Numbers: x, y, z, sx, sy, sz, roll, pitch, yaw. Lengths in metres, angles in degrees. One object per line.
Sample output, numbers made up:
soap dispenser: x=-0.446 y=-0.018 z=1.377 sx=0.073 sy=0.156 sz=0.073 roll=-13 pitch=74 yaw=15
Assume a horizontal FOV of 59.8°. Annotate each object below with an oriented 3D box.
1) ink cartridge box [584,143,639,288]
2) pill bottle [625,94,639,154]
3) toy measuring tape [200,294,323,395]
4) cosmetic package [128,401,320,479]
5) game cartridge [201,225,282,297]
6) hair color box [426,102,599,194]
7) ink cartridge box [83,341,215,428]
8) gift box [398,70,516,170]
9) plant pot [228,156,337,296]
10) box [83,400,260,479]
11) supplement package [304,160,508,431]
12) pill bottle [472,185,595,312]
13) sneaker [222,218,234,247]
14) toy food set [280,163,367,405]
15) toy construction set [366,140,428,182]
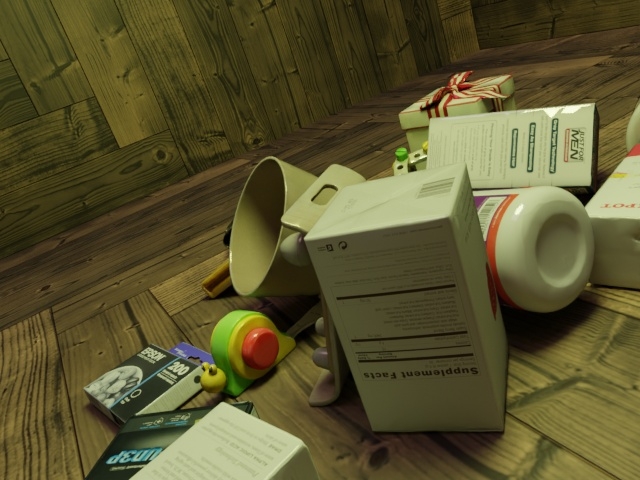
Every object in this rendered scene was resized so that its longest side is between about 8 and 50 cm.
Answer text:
ink cartridge box: x=0.573 y=-0.050 z=0.870 sx=0.226 sy=0.131 sz=0.306 roll=4 pitch=33 yaw=46
pill bottle: x=0.758 y=-0.267 z=1.114 sx=0.224 sy=0.224 sz=0.392 roll=-2 pitch=27 yaw=38
toy measuring tape: x=-0.090 y=0.146 z=0.989 sx=0.121 sy=0.121 sz=0.330 roll=2 pitch=30 yaw=43
cosmetic package: x=-0.103 y=0.298 z=0.574 sx=0.151 sy=0.151 sz=0.183 roll=5 pitch=33 yaw=46
game cartridge: x=-0.121 y=-0.018 z=1.356 sx=0.285 sy=0.053 sz=0.324 roll=-36 pitch=11 yaw=33
hair color box: x=0.414 y=-0.187 z=1.222 sx=0.347 sy=0.174 sz=0.105 roll=2 pitch=-6 yaw=33
ink cartridge box: x=-0.297 y=0.249 z=1.015 sx=0.208 sy=0.045 sz=0.206 roll=-33 pitch=24 yaw=-35
gift box: x=0.396 y=-0.300 z=1.462 sx=0.276 sy=0.258 sz=0.255 roll=-3 pitch=27 yaw=39
plant pot: x=0.000 y=0.000 z=1.060 sx=0.274 sy=0.256 sz=0.256 roll=12 pitch=8 yaw=-26
box: x=-0.209 y=0.311 z=0.775 sx=0.220 sy=0.051 sz=0.175 roll=-11 pitch=22 yaw=19
supplement package: x=0.127 y=0.076 z=0.720 sx=0.175 sy=0.293 sz=0.177 roll=-9 pitch=23 yaw=25
pill bottle: x=0.256 y=0.008 z=0.906 sx=0.181 sy=0.181 sz=0.323 roll=-29 pitch=15 yaw=-23
sneaker: x=-0.171 y=-0.067 z=1.482 sx=0.222 sy=0.083 sz=0.118 roll=-49 pitch=10 yaw=10
toy food set: x=0.012 y=0.064 z=0.853 sx=0.092 sy=0.306 sz=0.220 roll=4 pitch=28 yaw=19
toy construction set: x=0.139 y=-0.130 z=1.415 sx=0.327 sy=0.151 sz=0.215 roll=-12 pitch=45 yaw=38
